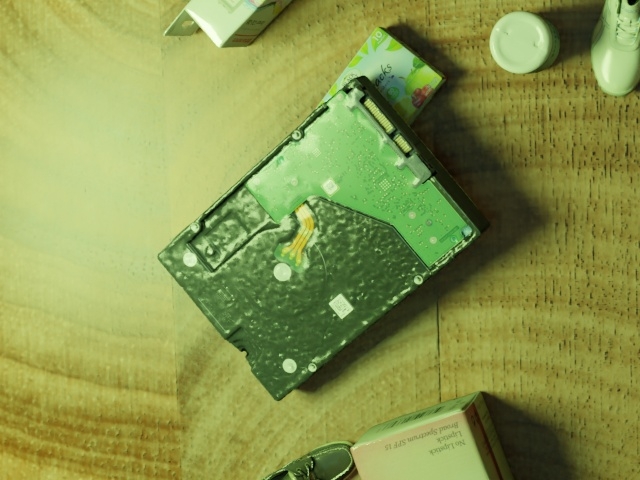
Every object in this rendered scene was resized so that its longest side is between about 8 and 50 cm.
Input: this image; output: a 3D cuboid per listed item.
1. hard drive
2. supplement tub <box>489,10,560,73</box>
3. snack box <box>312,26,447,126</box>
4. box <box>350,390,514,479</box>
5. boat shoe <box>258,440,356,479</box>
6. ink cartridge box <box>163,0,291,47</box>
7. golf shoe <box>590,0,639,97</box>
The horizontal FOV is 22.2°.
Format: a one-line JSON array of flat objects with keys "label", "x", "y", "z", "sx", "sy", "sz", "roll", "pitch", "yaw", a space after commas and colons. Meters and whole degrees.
[{"label": "hard drive", "x": 0.000, "y": 0.000, "z": 1.925, "sx": 0.339, "sy": 0.064, "sz": 0.237, "roll": -42, "pitch": 87, "yaw": 23}, {"label": "supplement tub", "x": 0.232, "y": -0.223, "z": 1.841, "sx": 0.071, "sy": 0.107, "sz": 0.071, "roll": 2, "pitch": 97, "yaw": 14}, {"label": "snack box", "x": 0.067, "y": -0.167, "z": 1.924, "sx": 0.100, "sy": 0.037, "sz": 0.141, "roll": 39, "pitch": 105, "yaw": 8}, {"label": "box", "x": 0.151, "y": 0.314, "z": 1.910, "sx": 0.149, "sy": 0.127, "sz": 0.232, "roll": -21, "pitch": 90, "yaw": 15}, {"label": "boat shoe", "x": -0.022, "y": 0.294, "z": 1.991, "sx": 0.152, "sy": 0.049, "sz": 0.056, "roll": -31, "pitch": 88, "yaw": 15}, {"label": "ink cartridge box", "x": -0.083, "y": -0.288, "z": 1.910, "sx": 0.198, "sy": 0.115, "sz": 0.067, "roll": -43, "pitch": 85, "yaw": 15}, {"label": "golf shoe", "x": 0.339, "y": -0.247, "z": 1.824, "sx": 0.069, "sy": 0.086, "sz": 0.176, "roll": 8, "pitch": 100, "yaw": 11}]
